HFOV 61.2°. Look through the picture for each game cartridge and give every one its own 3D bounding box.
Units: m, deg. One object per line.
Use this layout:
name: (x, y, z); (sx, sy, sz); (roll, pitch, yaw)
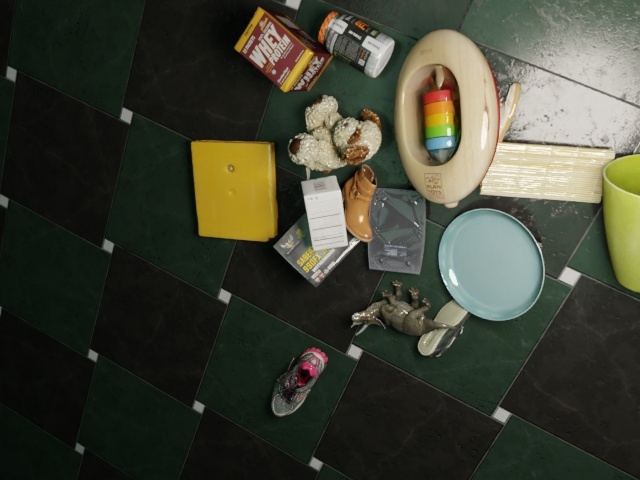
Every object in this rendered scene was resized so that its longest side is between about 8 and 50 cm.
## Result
game cartridge: (-0.278, -0.162, 1.769); (0.286, 0.053, 0.323); (5, 109, 18)

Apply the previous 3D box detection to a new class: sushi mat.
sushi mat: (0.592, -0.180, 1.435); (0.317, 0.019, 0.151); (6, 121, 10)

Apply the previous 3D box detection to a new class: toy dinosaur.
toy dinosaur: (0.260, 0.228, 1.667); (0.314, 0.121, 0.160); (12, 120, 14)

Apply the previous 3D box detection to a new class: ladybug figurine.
ladybug figurine: (0.339, -0.311, 1.411); (0.305, 0.162, 0.449); (9, 105, 50)

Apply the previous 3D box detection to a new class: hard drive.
hard drive: (0.231, -0.032, 1.620); (0.172, 0.054, 0.254); (5, 106, 18)

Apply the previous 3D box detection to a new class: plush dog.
plush dog: (0.064, -0.274, 1.540); (0.226, 0.262, 0.210); (-1, 139, 29)

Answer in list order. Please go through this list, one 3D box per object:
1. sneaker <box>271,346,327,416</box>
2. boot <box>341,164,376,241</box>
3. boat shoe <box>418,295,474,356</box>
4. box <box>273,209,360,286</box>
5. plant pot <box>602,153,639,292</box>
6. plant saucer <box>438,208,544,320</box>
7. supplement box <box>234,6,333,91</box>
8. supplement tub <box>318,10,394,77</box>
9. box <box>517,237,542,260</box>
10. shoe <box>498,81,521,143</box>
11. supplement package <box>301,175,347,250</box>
sneaker: (-0.093, 0.496, 1.857); (0.121, 0.112, 0.299); (34, 114, 8)
boot: (0.125, -0.109, 1.575); (0.152, 0.073, 0.197); (-52, 56, 42)
boat shoe: (0.395, 0.261, 1.649); (0.079, 0.084, 0.233); (24, 110, -30)
box: (0.000, 0.000, 1.657); (0.183, 0.056, 0.231); (44, 86, 2)
plant pot: (0.822, -0.026, 1.325); (0.275, 0.274, 0.293); (4, 123, 18)
plant saucer: (0.476, 0.065, 1.510); (0.318, 0.044, 0.317); (16, 113, 44)
supplement box: (-0.098, -0.528, 1.514); (0.191, 0.194, 0.129); (42, 115, 4)
supplement tub: (0.096, -0.541, 1.484); (0.190, 0.117, 0.117); (33, 113, 7)
box: (0.578, 0.025, 1.498); (0.062, 0.083, 0.052); (5, 106, 18)
shoe: (0.472, -0.315, 1.440); (0.058, 0.076, 0.219); (19, 113, 7)
supplement package: (0.012, -0.077, 1.543); (0.105, 0.105, 0.179); (-10, 121, -2)
